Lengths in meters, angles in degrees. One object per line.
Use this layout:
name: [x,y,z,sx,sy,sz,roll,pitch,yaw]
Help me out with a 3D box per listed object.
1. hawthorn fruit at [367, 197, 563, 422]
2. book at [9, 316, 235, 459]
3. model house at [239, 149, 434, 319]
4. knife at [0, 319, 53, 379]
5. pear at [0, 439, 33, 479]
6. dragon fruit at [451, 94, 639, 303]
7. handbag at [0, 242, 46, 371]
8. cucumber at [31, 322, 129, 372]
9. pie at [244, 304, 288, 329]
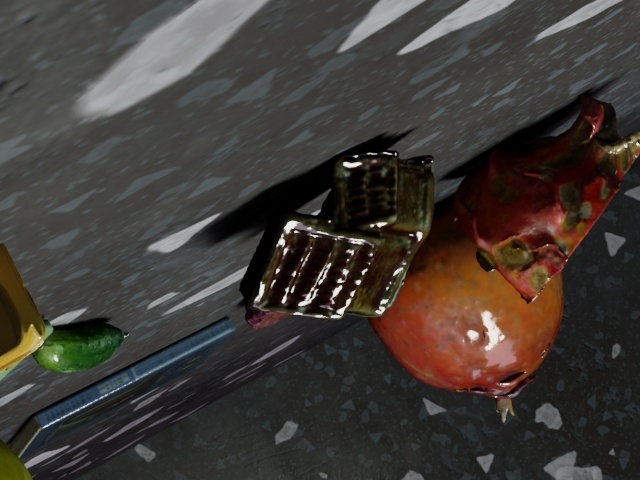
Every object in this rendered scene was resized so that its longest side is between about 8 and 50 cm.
hawthorn fruit: [0.206,0.097,1.717,0.276,0.307,0.276,-25,-173,3]
book: [-0.244,0.183,1.579,0.269,0.025,0.191,-26,172,-29]
model house: [0.003,-0.006,0.993,0.152,0.106,0.165,5,111,-58]
knife: [-0.280,0.123,1.009,0.043,0.020,0.293,-20,168,-46]
pear: [-0.282,0.215,0.751,0.253,0.253,0.307,-30,166,1]
dragon fruit: [0.257,-0.075,1.436,0.211,0.134,0.262,-44,-175,19]
handbag: [-0.185,0.044,0.642,0.083,0.061,0.027,-30,170,11]
cucumber: [-0.193,0.087,1.035,0.037,0.037,0.155,-31,173,13]
pie: [-0.025,0.057,1.524,0.154,0.036,0.154,-29,173,-4]
